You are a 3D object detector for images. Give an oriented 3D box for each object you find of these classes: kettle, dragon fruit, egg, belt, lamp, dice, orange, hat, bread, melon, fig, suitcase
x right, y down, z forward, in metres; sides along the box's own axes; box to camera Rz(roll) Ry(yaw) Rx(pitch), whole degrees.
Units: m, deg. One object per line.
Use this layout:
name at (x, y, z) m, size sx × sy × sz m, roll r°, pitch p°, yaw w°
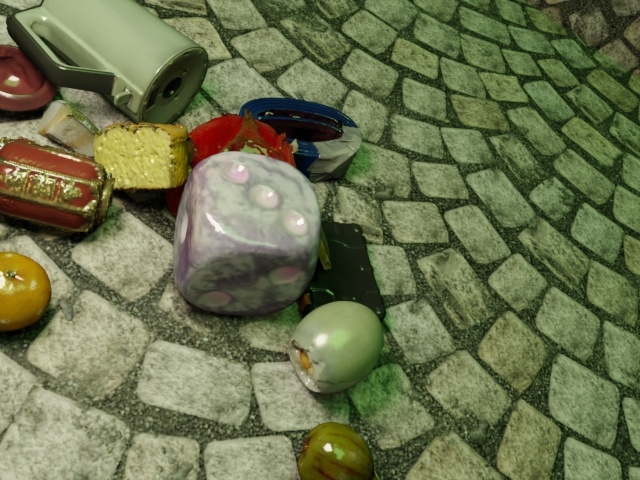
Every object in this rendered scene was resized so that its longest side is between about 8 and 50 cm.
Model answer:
kettle at (-0.528, -0.457, 1.767) m, size 0.376 × 0.250 × 0.361 m, roll 38°, pitch 44°, yaw 9°
dragon fruit at (-0.214, -0.199, 1.741) m, size 0.343 × 0.100 × 0.282 m, roll -9°, pitch 69°, yaw -13°
egg at (0.044, 0.221, 1.549) m, size 0.217 × 0.183 × 0.183 m, roll -25°, pitch 67°, yaw -29°
belt at (-0.063, -0.272, 1.940) m, size 0.347 × 0.117 × 0.212 m, roll 5°, pitch 52°, yaw -23°
lamp at (-0.578, -0.115, 1.523) m, size 0.274 × 0.177 × 0.177 m, roll 16°, pitch 48°, yaw -18°
dice at (-0.164, -0.009, 1.569) m, size 0.271 × 0.270 × 0.270 m, roll 7°, pitch 52°, yaw -21°
orange at (-0.591, 0.093, 1.370) m, size 0.156 × 0.124 × 0.156 m, roll 12°, pitch 48°, yaw -14°
hat at (-0.731, -0.370, 1.700) m, size 0.205 × 0.089 × 0.205 m, roll 16°, pitch 51°, yaw -20°
bread at (-0.384, -0.192, 1.638) m, size 0.147 × 0.260 × 0.160 m, roll -14°, pitch 99°, yaw -57°
melon at (-0.575, -0.261, 1.680) m, size 0.202 × 0.139 × 0.093 m, roll 34°, pitch 69°, yaw -2°
fig at (0.048, 0.442, 1.400) m, size 0.186 × 0.148 × 0.142 m, roll 22°, pitch 2°, yaw 10°
suitcase at (0.034, 0.076, 1.742) m, size 0.206 × 0.066 × 0.285 m, roll 4°, pitch 52°, yaw -24°

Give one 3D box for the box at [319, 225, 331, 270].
box at (0.000, 0.000, 1.650) m, size 0.020 × 0.149 × 0.073 m, roll -12°, pitch 53°, yaw 5°
